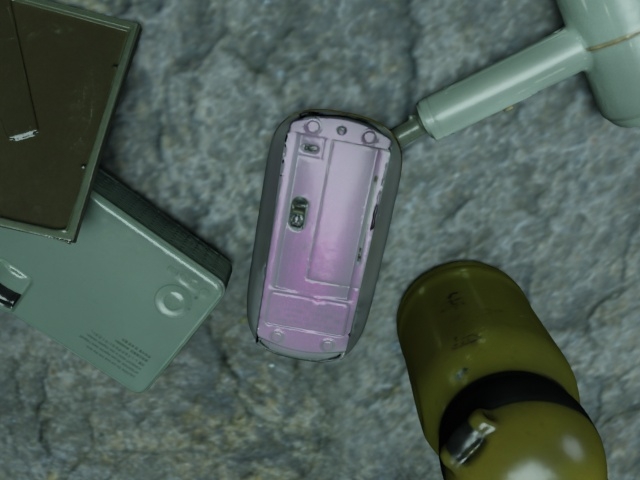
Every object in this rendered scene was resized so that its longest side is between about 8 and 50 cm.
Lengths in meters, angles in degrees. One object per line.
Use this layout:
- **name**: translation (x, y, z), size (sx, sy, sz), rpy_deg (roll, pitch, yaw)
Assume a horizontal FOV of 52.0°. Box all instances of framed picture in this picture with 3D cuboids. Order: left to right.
- **framed picture**: translation (-0.314, -0.138, 0.688), size (0.188, 0.023, 0.260), rpy_deg (12, 75, -3)

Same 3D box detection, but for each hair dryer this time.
- **hair dryer**: translation (0.212, -0.165, 0.719), size (0.357, 0.108, 0.173), rpy_deg (-24, 107, 18)

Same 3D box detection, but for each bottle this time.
- **bottle**: translation (0.178, 0.161, 0.682), size (0.171, 0.351, 0.172), rpy_deg (0, 110, 1)

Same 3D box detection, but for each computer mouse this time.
- **computer mouse**: translation (0.000, 0.000, 0.776), size (0.158, 0.072, 0.311), rpy_deg (10, 110, -1)

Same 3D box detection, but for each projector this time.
- **projector**: translation (-0.259, 0.035, 0.780), size (0.256, 0.099, 0.192), rpy_deg (36, 105, -12)
